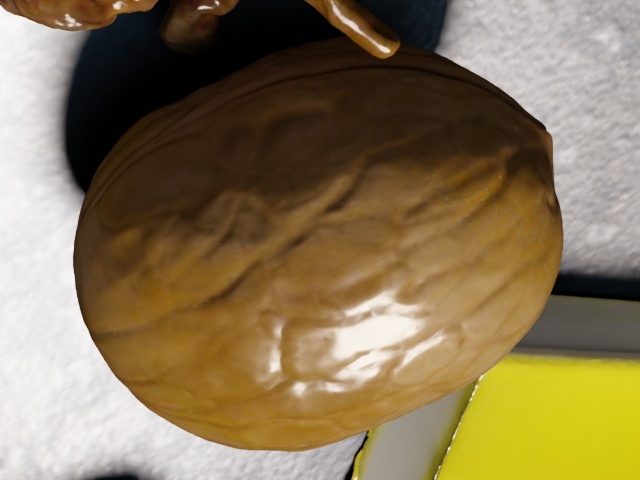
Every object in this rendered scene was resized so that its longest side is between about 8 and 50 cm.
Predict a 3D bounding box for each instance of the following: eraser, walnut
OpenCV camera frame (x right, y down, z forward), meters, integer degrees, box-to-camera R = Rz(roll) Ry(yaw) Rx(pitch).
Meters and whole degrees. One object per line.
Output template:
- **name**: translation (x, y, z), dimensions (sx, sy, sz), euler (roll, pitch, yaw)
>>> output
- **eraser**: translation (0.136, 0.109, 0.958), dimensions (0.226, 0.069, 0.158), euler (5, 120, -27)
- **walnut**: translation (0.000, 0.000, 0.747), dimensions (0.207, 0.167, 0.167), euler (-23, 132, 7)

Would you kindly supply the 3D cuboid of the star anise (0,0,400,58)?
- **star anise**: translation (-0.040, -0.143, 0.671), dimensions (0.212, 0.111, 0.196), euler (-7, 120, -12)
